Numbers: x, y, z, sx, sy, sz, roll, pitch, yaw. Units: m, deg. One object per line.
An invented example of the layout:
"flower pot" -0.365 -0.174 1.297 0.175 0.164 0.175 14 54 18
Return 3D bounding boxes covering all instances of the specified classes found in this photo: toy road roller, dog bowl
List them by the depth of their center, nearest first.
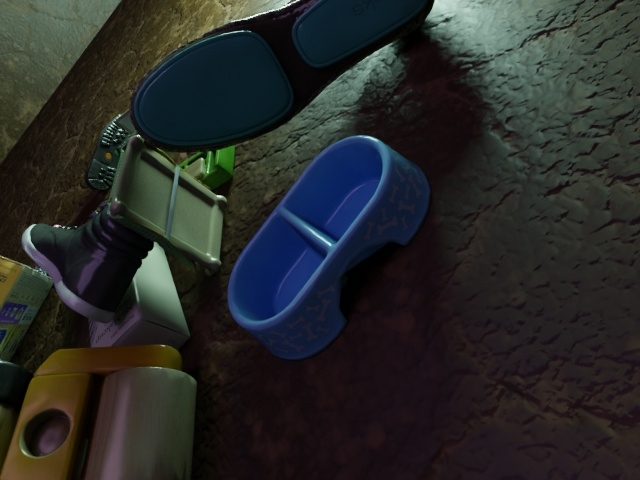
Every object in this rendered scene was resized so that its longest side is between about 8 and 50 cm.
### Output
"dog bowl" 0.000 0.000 0.540 0.297 0.074 0.166 -52 42 0
"toy road roller" -0.320 0.280 0.578 0.330 0.240 0.202 -4 52 -4

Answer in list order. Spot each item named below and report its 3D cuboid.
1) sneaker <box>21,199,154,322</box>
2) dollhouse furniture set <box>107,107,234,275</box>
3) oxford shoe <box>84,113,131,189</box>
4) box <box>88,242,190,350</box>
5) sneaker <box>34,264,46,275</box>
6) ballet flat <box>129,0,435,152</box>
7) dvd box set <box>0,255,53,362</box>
"sneaker" -0.356 0.000 0.695 0.296 0.104 0.147 26 78 40
"dollhouse furniture set" -0.269 -0.080 0.734 0.151 0.197 0.301 -25 49 25
"oxford shoe" -0.567 -0.239 1.186 0.096 0.083 0.227 3 64 47
"box" -0.311 0.088 0.735 0.113 0.094 0.275 -46 42 5
"sneaker" -0.703 0.082 1.121 0.098 0.038 0.069 26 83 47
"ballet flat" -0.055 -0.283 0.696 0.483 0.164 0.182 -30 19 1
"dvd box set" -0.689 0.245 0.887 0.307 0.062 0.420 -25 42 67
